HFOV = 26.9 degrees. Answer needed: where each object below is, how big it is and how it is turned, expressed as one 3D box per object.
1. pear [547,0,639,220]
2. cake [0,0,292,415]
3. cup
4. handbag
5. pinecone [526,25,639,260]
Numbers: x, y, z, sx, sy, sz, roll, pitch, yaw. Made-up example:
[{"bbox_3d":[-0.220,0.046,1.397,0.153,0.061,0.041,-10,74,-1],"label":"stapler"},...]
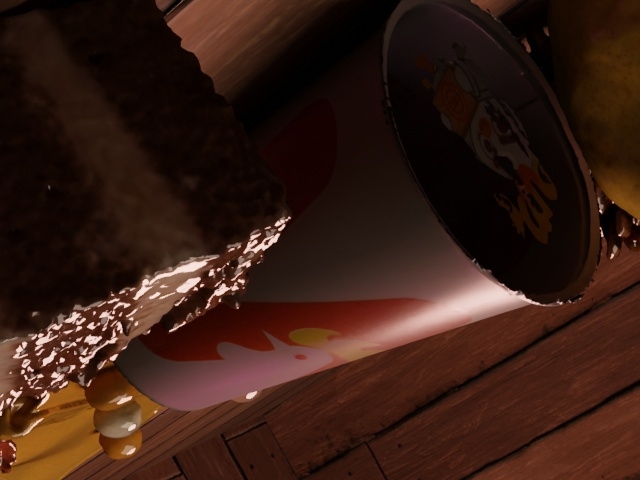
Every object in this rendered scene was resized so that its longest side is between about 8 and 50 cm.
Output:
[{"bbox_3d":[0.266,-0.116,0.770,0.271,0.271,0.271,-29,171,-5],"label":"pear"},{"bbox_3d":[-0.112,-0.008,0.540,0.147,0.134,0.135,-33,172,-26],"label":"cake"},{"bbox_3d":[0.000,0.000,0.828,0.288,0.203,0.203,-27,175,36],"label":"cup"},{"bbox_3d":[-0.239,0.145,1.062,0.401,0.133,0.283,-33,165,21],"label":"handbag"},{"bbox_3d":[0.174,-0.072,0.976,0.212,0.185,0.168,-10,-168,-9],"label":"pinecone"}]
